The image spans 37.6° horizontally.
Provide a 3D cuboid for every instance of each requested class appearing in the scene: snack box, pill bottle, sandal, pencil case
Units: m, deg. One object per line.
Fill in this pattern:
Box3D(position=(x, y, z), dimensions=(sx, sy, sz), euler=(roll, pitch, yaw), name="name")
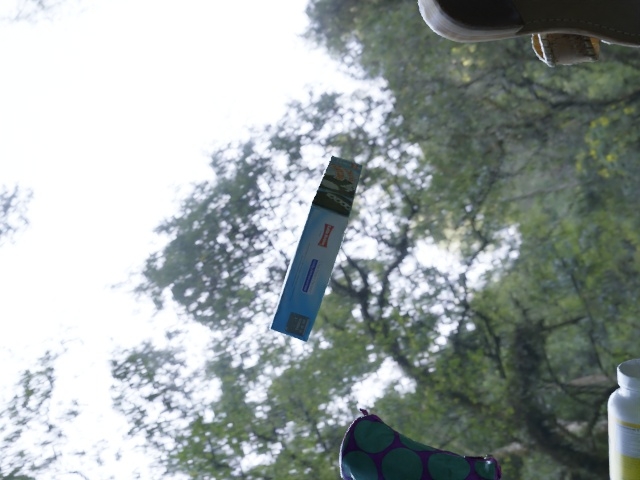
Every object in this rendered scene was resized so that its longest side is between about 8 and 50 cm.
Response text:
Box3D(position=(0.000, 0.000, 1.381), dimensions=(0.060, 0.187, 0.322), euler=(19, -162, 0), name="snack box")
Box3D(position=(0.456, 0.264, 1.314), dimensions=(0.103, 0.103, 0.184), euler=(-19, -71, -44), name="pill bottle")
Box3D(position=(0.173, -0.172, 0.718), dimensions=(0.240, 0.079, 0.088), euler=(-5, -105, -22), name="sandal")
Box3D(position=(0.093, 0.212, 0.867), dimensions=(0.070, 0.151, 0.064), euler=(-69, -24, -11), name="pencil case")
